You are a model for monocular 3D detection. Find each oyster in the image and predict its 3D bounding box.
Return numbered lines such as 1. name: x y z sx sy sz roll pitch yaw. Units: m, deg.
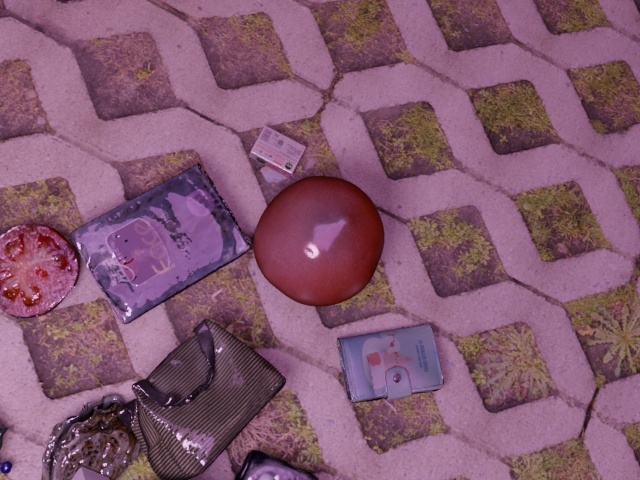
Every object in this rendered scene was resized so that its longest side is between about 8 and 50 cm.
1. oyster: -0.532 0.479 1.678 0.267 0.112 0.198 -35 107 -25

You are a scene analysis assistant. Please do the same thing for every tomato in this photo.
1. tomato: 0.000 0.000 1.781 0.321 0.321 0.322 3 77 -11
2. tomato: -0.676 0.075 1.744 0.225 0.085 0.225 2 80 -9

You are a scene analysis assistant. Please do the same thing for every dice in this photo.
1. dice: -0.114 0.590 1.687 0.181 0.182 0.183 26 75 -6

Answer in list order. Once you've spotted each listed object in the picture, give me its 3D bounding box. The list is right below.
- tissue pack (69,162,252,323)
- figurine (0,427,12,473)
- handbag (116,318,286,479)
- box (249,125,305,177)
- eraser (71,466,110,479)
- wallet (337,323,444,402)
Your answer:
1. tissue pack: -0.385 0.009 1.801 0.361 0.122 0.259 -30 88 -18
2. figurine: -0.861 0.441 1.575 0.381 0.186 0.261 5 65 -4
3. handbag: -0.275 0.353 1.669 0.240 0.247 0.340 45 56 0
4. box: -0.113 -0.233 1.951 0.125 0.043 0.089 29 73 -4
5. eraser: -0.563 0.639 1.594 0.078 0.076 0.298 37 86 -28
6. wallet: 0.178 0.311 1.872 0.250 0.075 0.176 -7 73 -13
